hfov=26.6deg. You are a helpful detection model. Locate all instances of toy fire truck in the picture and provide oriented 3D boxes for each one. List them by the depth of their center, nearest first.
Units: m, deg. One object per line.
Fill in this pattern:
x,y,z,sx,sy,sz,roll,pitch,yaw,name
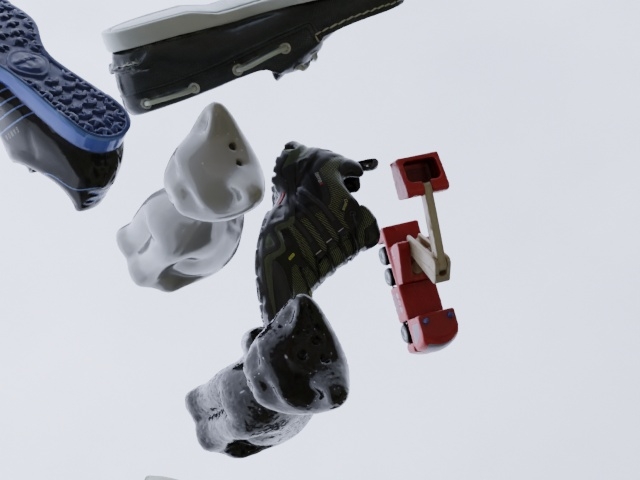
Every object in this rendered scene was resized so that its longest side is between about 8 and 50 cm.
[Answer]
0.106,0.017,1.395,0.047,0.135,0.192,-13,-99,-18,toy fire truck

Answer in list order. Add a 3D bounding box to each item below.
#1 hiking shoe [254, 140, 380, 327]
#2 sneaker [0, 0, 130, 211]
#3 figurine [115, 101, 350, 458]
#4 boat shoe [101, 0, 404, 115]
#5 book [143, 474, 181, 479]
0.000,0.000,1.333,0.086,0.114,0.227,84,-168,-60,hiking shoe
-0.251,-0.118,1.124,0.081,0.232,0.090,-21,-35,-44,sneaker
-0.054,0.029,0.895,0.092,0.209,0.215,-21,-97,-20,figurine
-0.055,-0.198,1.310,0.302,0.114,0.091,-14,-71,2,boat shoe
-0.010,0.154,0.556,0.035,0.096,0.144,-59,-39,-29,book
